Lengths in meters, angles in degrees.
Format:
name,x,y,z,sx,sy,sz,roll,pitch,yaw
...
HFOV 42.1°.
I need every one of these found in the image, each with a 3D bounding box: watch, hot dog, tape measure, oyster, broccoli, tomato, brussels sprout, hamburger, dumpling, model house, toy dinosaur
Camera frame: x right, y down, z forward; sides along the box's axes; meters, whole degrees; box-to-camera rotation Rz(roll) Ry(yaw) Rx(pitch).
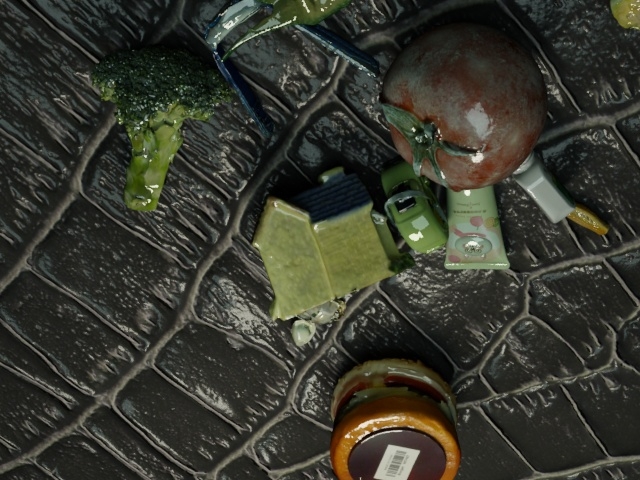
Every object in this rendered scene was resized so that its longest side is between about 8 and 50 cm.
name,x,y,z,sx,sy,sz,roll,pitch,yaw
watch,-0.065,-0.374,1.634,0.276,0.068,0.274,-28,115,15
hot dog,0.578,-0.055,1.825,0.137,0.028,0.044,28,143,-11
tape measure,0.201,-0.058,1.750,0.106,0.175,0.200,-24,117,17
oyster,-0.020,0.151,1.949,0.166,0.053,0.108,35,97,-10
broccoli,-0.357,-0.223,1.676,0.252,0.221,0.361,8,129,-43
tomato,0.267,-0.249,1.558,0.283,0.317,0.316,-36,120,-23
brussels sprout,0.613,-0.467,1.534,0.149,0.122,0.151,11,155,3
hamburger,0.176,0.454,2.007,0.330,0.250,0.330,0,124,0
dumpling,-0.040,0.218,1.997,0.059,0.043,0.077,-13,104,-10
model house,0.000,0.000,1.786,0.321,0.261,0.266,-22,93,-5
toy dinosaur,0.036,-0.444,1.565,0.447,0.087,0.301,-35,149,27

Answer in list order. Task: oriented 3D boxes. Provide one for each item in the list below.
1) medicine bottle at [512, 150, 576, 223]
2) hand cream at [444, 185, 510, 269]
name,x,y,z,sx,sy,sz,roll,pitch,yaw
medicine bottle,0.450,-0.127,1.734,0.069,0.119,0.183,-39,110,21
hand cream,0.328,-0.057,1.805,0.147,0.093,0.305,-1,128,16
